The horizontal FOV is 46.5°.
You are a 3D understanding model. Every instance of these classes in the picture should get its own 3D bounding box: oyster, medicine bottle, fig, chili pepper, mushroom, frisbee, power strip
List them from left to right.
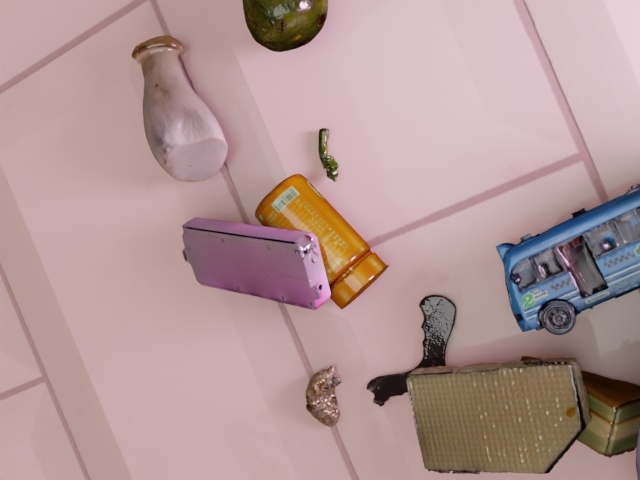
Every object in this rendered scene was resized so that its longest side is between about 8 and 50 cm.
[{"bbox_3d":[-0.227,-0.202,1.153,0.116,0.093,0.225,-27,78,7],"label":"mushroom"},{"bbox_3d":[-0.102,0.030,1.099,0.279,0.037,0.109,8,122,40],"label":"power strip"},{"bbox_3d":[-0.058,-0.348,1.050,0.123,0.123,0.156,-28,75,22],"label":"fig"},{"bbox_3d":[0.000,0.000,1.086,0.192,0.096,0.096,46,110,9],"label":"medicine bottle"},{"bbox_3d":[0.008,0.245,1.149,0.081,0.038,0.083,-37,83,19],"label":"oyster"},{"bbox_3d":[0.010,-0.125,1.104,0.027,0.022,0.083,-13,89,23],"label":"chili pepper"},{"bbox_3d":[0.151,0.195,1.103,0.188,0.012,0.210,-21,90,23],"label":"frisbee"}]

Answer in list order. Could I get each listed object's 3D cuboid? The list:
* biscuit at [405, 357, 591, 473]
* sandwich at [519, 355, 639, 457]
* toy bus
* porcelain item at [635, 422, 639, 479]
[{"bbox_3d":[0.241,0.238,1.010,0.252,0.052,0.150,-14,90,39],"label":"biscuit"},{"bbox_3d":[0.364,0.218,1.023,0.163,0.114,0.079,25,110,52],"label":"sandwich"},{"bbox_3d":[0.353,0.022,0.947,0.246,0.113,0.134,-27,84,20],"label":"toy bus"},{"bbox_3d":[0.486,0.195,0.857,0.179,0.243,0.405,21,117,37],"label":"porcelain item"}]
